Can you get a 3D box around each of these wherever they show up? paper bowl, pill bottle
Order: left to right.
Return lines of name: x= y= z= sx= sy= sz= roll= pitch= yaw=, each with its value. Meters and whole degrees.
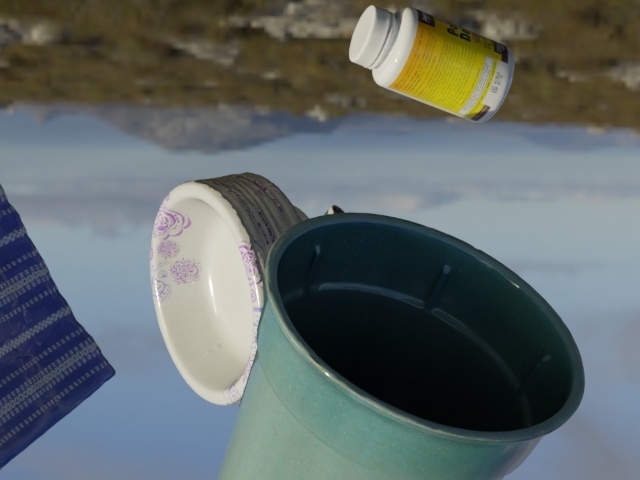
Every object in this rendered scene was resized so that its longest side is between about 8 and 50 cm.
paper bowl: x=-0.090 y=0.056 z=1.879 sx=0.148 sy=0.284 sz=0.284 roll=-11 pitch=-171 yaw=-33
pill bottle: x=0.153 y=-0.251 z=2.074 sx=0.215 sy=0.117 sz=0.117 roll=19 pitch=177 yaw=-16

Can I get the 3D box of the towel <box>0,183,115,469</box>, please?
towel: x=-0.281 y=-0.004 z=1.084 sx=0.040 sy=0.336 sz=0.243 roll=-28 pitch=-175 yaw=19

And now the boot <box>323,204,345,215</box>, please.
boot: x=0.000 y=0.000 z=2.235 sx=0.258 sy=0.123 sz=0.095 roll=29 pitch=-162 yaw=29

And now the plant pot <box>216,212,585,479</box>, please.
plant pot: x=0.049 y=0.204 z=1.560 sx=0.341 sy=0.334 sz=0.341 roll=18 pitch=-148 yaw=-11
